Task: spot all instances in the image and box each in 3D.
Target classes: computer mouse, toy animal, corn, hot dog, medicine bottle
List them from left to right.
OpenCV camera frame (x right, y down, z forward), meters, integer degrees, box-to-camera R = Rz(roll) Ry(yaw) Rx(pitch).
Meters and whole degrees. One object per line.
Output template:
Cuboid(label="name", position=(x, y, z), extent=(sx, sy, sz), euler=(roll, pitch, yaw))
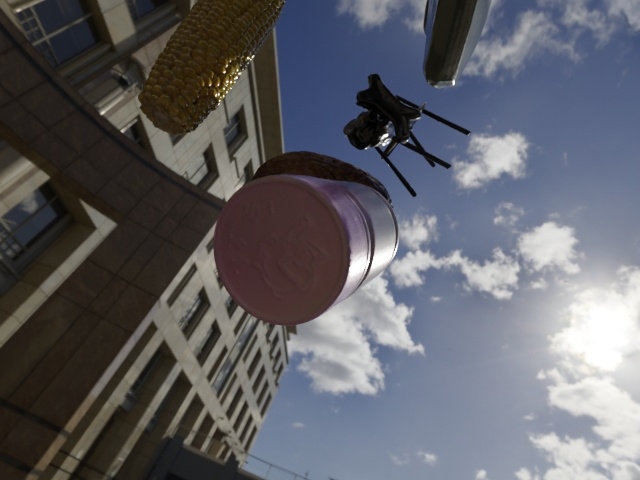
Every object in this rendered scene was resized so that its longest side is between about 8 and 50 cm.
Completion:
Cuboid(label="corn", position=(-0.128, -0.270, 0.532), extent=(0.102, 0.310, 0.101), euler=(22, -16, 7))
Cuboid(label="medicine bottle", position=(0.000, 0.000, 0.649), extent=(0.203, 0.316, 0.201), euler=(2, -84, 22))
Cuboid(label="hot dog", position=(0.006, -0.067, 1.011), extent=(0.388, 0.266, 0.174), euler=(20, -4, -8))
Cuboid(label="toy animal", position=(0.103, -0.203, 0.772), extent=(0.121, 0.117, 0.210), euler=(36, -3, 2))
Cuboid(label="computer mouse", position=(0.213, -0.384, 0.603), extent=(0.095, 0.197, 0.330), euler=(0, -23, 5))

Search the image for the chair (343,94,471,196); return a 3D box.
Cuboid(label="chair", position=(0.195, -0.251, 0.974), extent=(0.247, 0.158, 0.172), euler=(40, -37, -4))
